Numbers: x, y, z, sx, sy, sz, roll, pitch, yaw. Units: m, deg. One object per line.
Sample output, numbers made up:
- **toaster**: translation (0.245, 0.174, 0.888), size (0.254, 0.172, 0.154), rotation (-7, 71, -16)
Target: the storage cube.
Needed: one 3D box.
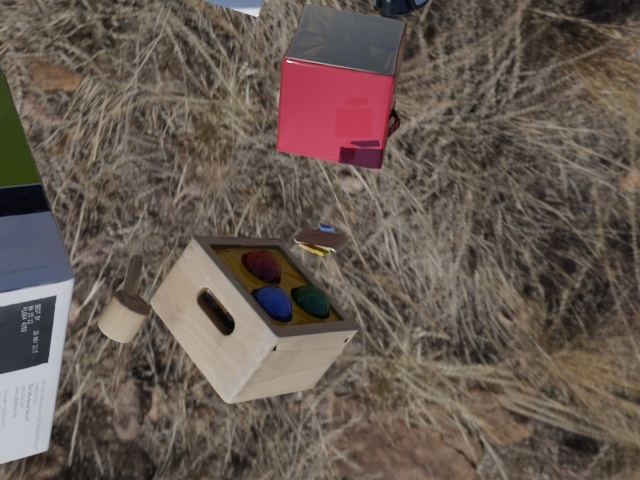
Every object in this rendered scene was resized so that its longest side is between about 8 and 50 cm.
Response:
- **storage cube**: translation (0.039, -0.265, 1.684), size (0.214, 0.184, 0.193), rotation (11, 133, 5)

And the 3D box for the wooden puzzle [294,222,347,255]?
- **wooden puzzle**: translation (0.000, 0.000, 1.580), size (0.078, 0.116, 0.014), rotation (18, 113, 21)

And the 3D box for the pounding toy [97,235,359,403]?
- **pounding toy**: translation (-0.095, 0.045, 0.869), size (0.181, 0.206, 0.094), rotation (48, 114, 26)

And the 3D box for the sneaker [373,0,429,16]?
- **sneaker**: translation (0.142, -0.539, 1.786), size (0.169, 0.447, 0.258), rotation (3, 104, 20)

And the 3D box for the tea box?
- **tea box**: translation (-0.415, 0.030, 1.021), size (0.219, 0.324, 0.329), rotation (-9, 144, -27)

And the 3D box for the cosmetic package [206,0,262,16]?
- **cosmetic package**: translation (-0.199, -0.414, 1.479), size (0.238, 0.099, 0.060), rotation (15, 127, -9)
